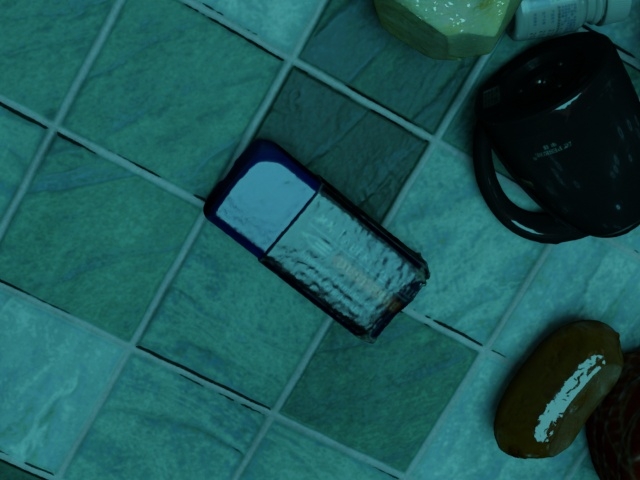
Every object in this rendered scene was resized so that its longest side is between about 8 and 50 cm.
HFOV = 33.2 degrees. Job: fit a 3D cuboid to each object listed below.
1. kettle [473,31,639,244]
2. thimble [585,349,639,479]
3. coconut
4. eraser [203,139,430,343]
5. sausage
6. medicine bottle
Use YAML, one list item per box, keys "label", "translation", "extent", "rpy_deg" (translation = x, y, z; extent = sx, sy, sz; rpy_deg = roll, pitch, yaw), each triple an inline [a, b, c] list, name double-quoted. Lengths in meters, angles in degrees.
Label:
- label: "kettle"
  translation: [0.354, -0.119, 1.569]
  extent: [0.268, 0.207, 0.290]
  rpy_deg: [-21, 122, 27]
- label: "thimble"
  translation: [0.607, 0.325, 1.688]
  extent: [0.350, 0.230, 0.350]
  rpy_deg: [-2, 106, -8]
- label: "coconut"
  translation: [0.176, -0.360, 1.450]
  extent: [0.236, 0.197, 0.237]
  rpy_deg: [1, 111, 2]
- label: "eraser"
  translation: [0.000, 0.000, 1.584]
  extent: [0.332, 0.101, 0.155]
  rpy_deg: [38, 97, -16]
- label: "sausage"
  translation: [0.367, 0.232, 1.683]
  extent: [0.133, 0.133, 0.258]
  rpy_deg: [34, 96, -15]
- label: "medicine bottle"
  translation: [0.346, -0.347, 1.531]
  extent: [0.168, 0.105, 0.105]
  rpy_deg: [-11, 107, -4]
